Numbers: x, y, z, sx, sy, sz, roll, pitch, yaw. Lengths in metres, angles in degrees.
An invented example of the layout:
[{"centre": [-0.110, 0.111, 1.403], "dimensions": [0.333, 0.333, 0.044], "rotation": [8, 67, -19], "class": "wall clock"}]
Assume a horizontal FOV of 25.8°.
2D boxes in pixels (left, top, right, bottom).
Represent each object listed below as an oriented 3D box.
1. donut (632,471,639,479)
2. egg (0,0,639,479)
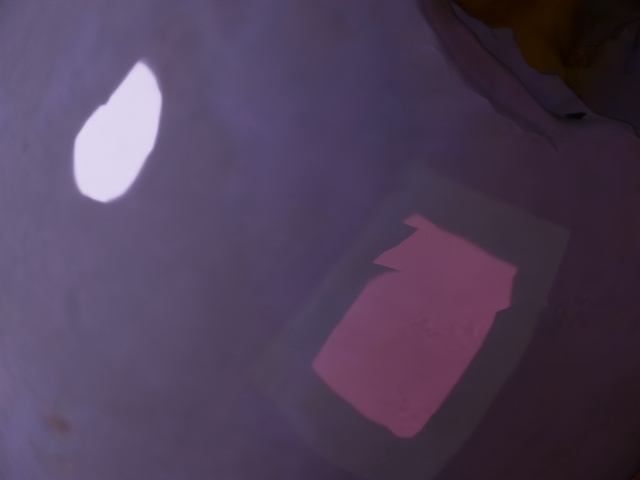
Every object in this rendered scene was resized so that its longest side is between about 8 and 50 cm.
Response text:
[{"centre": [0.114, 0.110, 0.706], "dimensions": [0.209, 0.128, 0.261], "rotation": [-22, -174, 30], "class": "donut"}, {"centre": [0.000, 0.000, 0.509], "dimensions": [0.278, 0.278, 0.336], "rotation": [8, 136, -25], "class": "egg"}]
